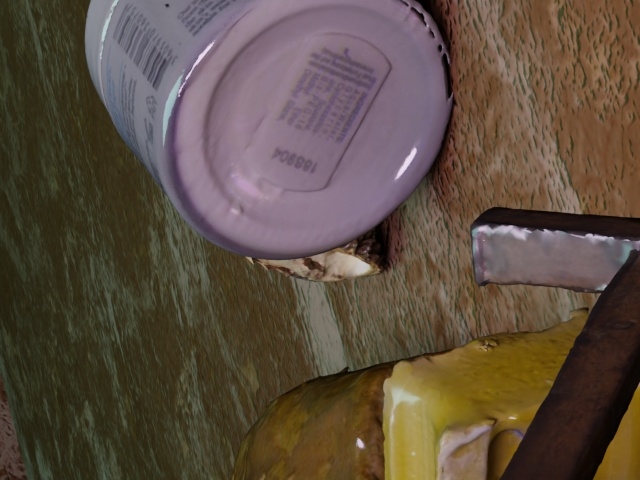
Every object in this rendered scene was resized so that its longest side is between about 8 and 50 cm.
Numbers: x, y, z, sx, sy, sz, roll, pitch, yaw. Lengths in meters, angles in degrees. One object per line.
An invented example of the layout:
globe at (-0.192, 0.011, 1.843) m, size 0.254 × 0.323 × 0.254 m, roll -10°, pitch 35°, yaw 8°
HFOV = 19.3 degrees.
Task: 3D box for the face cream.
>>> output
face cream at (-0.032, -0.096, 1.085) m, size 0.153 × 0.177 × 0.177 m, roll -130°, pitch 33°, yaw -52°

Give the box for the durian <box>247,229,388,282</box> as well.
durian at (-0.003, -0.008, 1.186) m, size 0.066 × 0.130 × 0.052 m, roll -24°, pitch 58°, yaw 35°

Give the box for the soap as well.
soap at (0.102, 0.158, 0.916) m, size 0.076 × 0.135 × 0.233 m, roll -133°, pitch 35°, yaw -57°

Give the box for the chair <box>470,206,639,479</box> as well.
chair at (0.214, 0.123, 0.531) m, size 0.240 × 0.416 × 0.203 m, roll -39°, pitch -53°, yaw -60°

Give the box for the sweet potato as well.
sweet potato at (0.014, 0.160, 1.159) m, size 0.370 × 0.158 × 0.157 m, roll 144°, pitch 112°, yaw -69°
